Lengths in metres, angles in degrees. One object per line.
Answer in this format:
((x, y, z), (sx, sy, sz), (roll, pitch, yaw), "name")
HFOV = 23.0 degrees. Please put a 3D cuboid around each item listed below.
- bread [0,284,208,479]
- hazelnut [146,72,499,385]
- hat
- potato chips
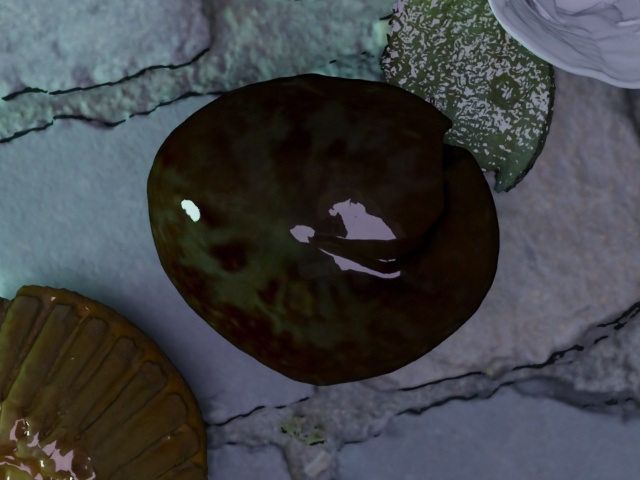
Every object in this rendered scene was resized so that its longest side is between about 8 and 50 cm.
((-0.215, 0.167, 1.113), (0.274, 0.149, 0.274), (2, 108, 6), "bread")
((0.000, 0.000, 1.030), (0.234, 0.218, 0.218), (6, 102, 9), "hazelnut")
((0.186, -0.198, 1.012), (0.203, 0.126, 0.203), (-2, 100, -8), "hat")
((0.096, -0.132, 1.093), (0.142, 0.026, 0.209), (-33, 99, 7), "potato chips")
